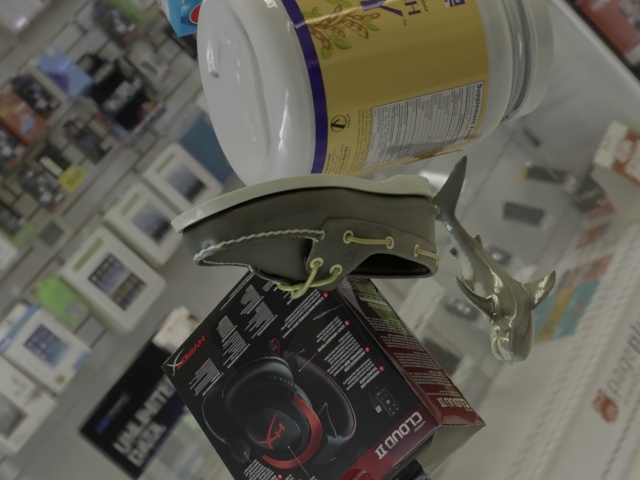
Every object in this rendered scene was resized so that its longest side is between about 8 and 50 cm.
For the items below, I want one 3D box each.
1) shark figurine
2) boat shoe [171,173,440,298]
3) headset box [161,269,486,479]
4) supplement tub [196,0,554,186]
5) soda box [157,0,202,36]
[{"bbox_3d":[0.229,0.041,1.443,0.116,0.166,0.278,-29,57,11],"label":"shark figurine"},{"bbox_3d":[0.003,-0.001,0.988,0.109,0.091,0.305,-21,-10,39],"label":"boat shoe"},{"bbox_3d":[0.005,0.168,1.166,0.218,0.293,0.110,-48,-29,17],"label":"headset box"},{"bbox_3d":[0.058,-0.196,1.248,0.331,0.241,0.241,-16,2,-22],"label":"supplement tub"},{"bbox_3d":[-0.175,-0.339,1.337,0.067,0.210,0.071,-18,-27,-23],"label":"soda box"}]
